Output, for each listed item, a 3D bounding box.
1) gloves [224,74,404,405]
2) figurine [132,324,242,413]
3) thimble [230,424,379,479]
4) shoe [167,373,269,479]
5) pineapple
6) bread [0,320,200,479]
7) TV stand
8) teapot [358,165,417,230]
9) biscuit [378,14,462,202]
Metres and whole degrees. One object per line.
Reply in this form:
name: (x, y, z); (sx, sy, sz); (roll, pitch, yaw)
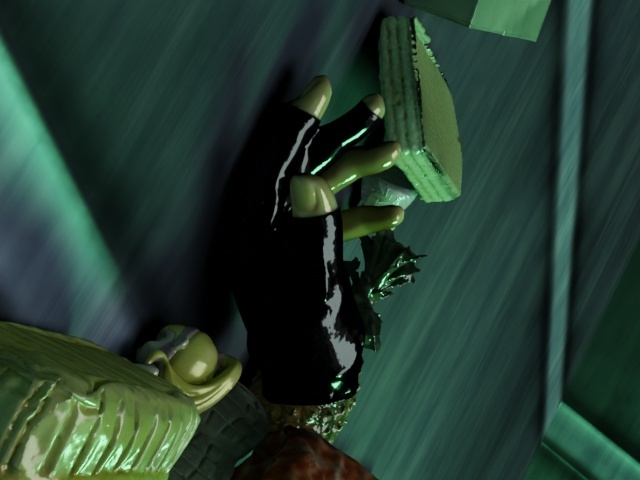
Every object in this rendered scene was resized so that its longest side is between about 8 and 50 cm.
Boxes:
gloves: (-0.007, 0.004, 1.291); (0.197, 0.152, 0.301); (-78, -178, -82)
figurine: (-0.147, 0.128, 1.198); (0.187, 0.083, 0.083); (-27, 138, -46)
thimble: (-0.049, 0.356, 1.327); (0.350, 0.230, 0.350); (-47, -173, 7)
shoe: (-0.127, 0.202, 1.291); (0.125, 0.099, 0.227); (-54, 180, 25)
pineapple: (0.015, 0.096, 1.504); (0.251, 0.125, 0.125); (-59, 160, -4)
bread: (-0.182, 0.127, 0.995); (0.106, 0.140, 0.236); (-62, 158, 0)
TV stand: (0.179, -0.272, 1.547); (0.269, 0.083, 0.088); (-8, 118, -67)
teapot: (0.064, -0.042, 1.550); (0.083, 0.064, 0.064); (-39, 156, -60)
biscuit: (0.106, -0.125, 1.499); (0.252, 0.052, 0.150); (38, 45, -70)
